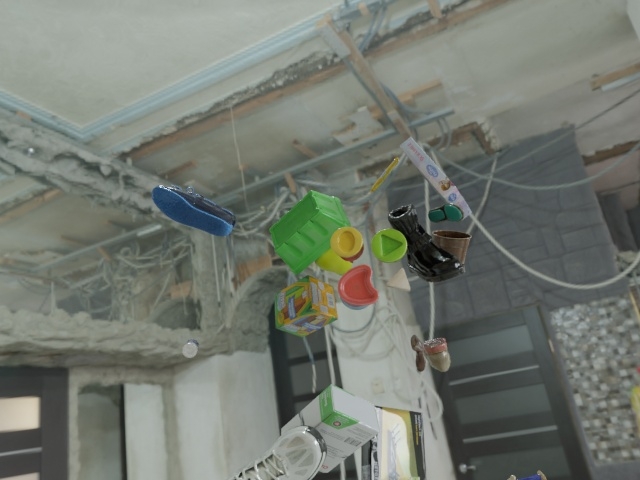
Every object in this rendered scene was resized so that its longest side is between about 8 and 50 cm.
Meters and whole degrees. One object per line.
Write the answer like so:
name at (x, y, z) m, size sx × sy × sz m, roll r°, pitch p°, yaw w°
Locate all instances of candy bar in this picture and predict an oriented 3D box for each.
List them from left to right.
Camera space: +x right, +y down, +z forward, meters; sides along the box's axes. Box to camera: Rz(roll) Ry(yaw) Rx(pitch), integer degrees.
candy bar at (0.217, -0.219, 1.792) m, size 0.161 × 0.018 × 0.040 m, roll -52°, pitch -7°, yaw 27°

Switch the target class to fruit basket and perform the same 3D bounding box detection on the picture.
fruit basket at (0.000, 0.000, 2.461) m, size 0.392 × 0.283 × 0.392 m, roll -10°, pitch -47°, yaw -10°

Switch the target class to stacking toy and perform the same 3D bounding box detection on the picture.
stacking toy at (0.190, 0.104, 1.963) m, size 0.279 × 0.309 × 0.130 m, roll -7°, pitch -23°, yaw 7°

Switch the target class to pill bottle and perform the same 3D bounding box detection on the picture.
pill bottle at (-0.589, 0.487, 2.399) m, size 0.067 × 0.067 × 0.120 m, roll -8°, pitch 4°, yaw -6°

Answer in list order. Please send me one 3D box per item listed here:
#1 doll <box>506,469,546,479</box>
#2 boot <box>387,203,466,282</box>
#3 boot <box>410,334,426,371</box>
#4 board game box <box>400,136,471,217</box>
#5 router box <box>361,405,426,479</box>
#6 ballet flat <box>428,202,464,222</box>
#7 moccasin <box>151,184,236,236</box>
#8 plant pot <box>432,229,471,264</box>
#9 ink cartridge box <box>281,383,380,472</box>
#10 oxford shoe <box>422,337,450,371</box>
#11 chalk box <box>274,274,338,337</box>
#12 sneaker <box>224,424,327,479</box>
doll at (0.578, 0.744, 1.569) m, size 0.189 × 0.046 × 0.129 m, roll -18°, pitch -57°, yaw -9°
boot at (0.376, 0.005, 1.932) m, size 0.131 × 0.260 × 0.348 m, roll -24°, pitch 13°, yaw -17°
boot at (0.337, 0.392, 1.830) m, size 0.037 × 0.106 × 0.114 m, roll -8°, pitch -28°, yaw 19°
board game box at (0.501, -0.262, 2.271) m, size 0.066 × 0.319 × 0.318 m, roll -40°, pitch -29°, yaw 11°
router box at (0.275, 0.799, 1.991) m, size 0.243 × 0.309 × 0.081 m, roll 15°, pitch -32°, yaw -22°
ballet flat at (0.475, -0.106, 1.930) m, size 0.068 × 0.072 × 0.213 m, roll -22°, pitch 6°, yaw -21°
moccasin at (-0.495, -0.119, 2.073) m, size 0.342 × 0.117 × 0.138 m, roll 30°, pitch -57°, yaw -1°
plant pot at (0.559, 0.052, 2.273) m, size 0.167 × 0.165 × 0.167 m, roll 2°, pitch 14°, yaw -1°
ink cartridge box at (0.028, 0.659, 1.830) m, size 0.211 × 0.121 × 0.289 m, roll 32°, pitch -65°, yaw -25°
oxford shoe at (0.505, 0.505, 2.311) m, size 0.123 × 0.130 × 0.348 m, roll -17°, pitch -8°, yaw 10°
chalk box at (-0.092, 0.314, 2.384) m, size 0.289 × 0.180 × 0.179 m, roll -32°, pitch -42°, yaw 30°
sneaker at (-0.186, 0.755, 1.632) m, size 0.447 × 0.169 × 0.257 m, roll -42°, pitch -17°, yaw 21°
